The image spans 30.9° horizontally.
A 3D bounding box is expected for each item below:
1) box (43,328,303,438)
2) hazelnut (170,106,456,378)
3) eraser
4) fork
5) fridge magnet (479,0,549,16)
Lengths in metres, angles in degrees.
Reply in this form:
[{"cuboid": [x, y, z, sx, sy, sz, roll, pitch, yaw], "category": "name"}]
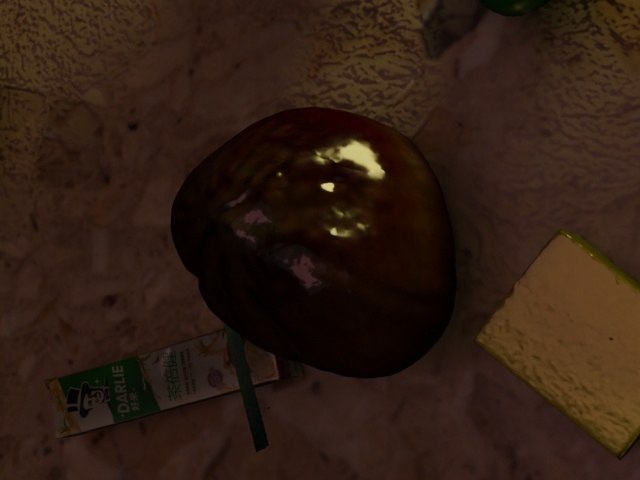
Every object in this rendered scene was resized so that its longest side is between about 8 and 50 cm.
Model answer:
[{"cuboid": [-0.115, 0.106, 0.886, 0.207, 0.041, 0.050, -17, 78, 21], "category": "box"}, {"cuboid": [0.000, 0.000, 0.770, 0.178, 0.178, 0.204, -41, 60, 16], "category": "hazelnut"}, {"cuboid": [0.179, 0.067, 0.757, 0.122, 0.045, 0.097, 41, 102, 20], "category": "eraser"}, {"cuboid": [-0.065, 0.060, 0.836, 0.039, 0.021, 0.235, -32, 47, 14], "category": "fork"}, {"cuboid": [0.157, -0.239, 0.727, 0.088, 0.208, 0.208, 16, 94, -19], "category": "fridge magnet"}]
